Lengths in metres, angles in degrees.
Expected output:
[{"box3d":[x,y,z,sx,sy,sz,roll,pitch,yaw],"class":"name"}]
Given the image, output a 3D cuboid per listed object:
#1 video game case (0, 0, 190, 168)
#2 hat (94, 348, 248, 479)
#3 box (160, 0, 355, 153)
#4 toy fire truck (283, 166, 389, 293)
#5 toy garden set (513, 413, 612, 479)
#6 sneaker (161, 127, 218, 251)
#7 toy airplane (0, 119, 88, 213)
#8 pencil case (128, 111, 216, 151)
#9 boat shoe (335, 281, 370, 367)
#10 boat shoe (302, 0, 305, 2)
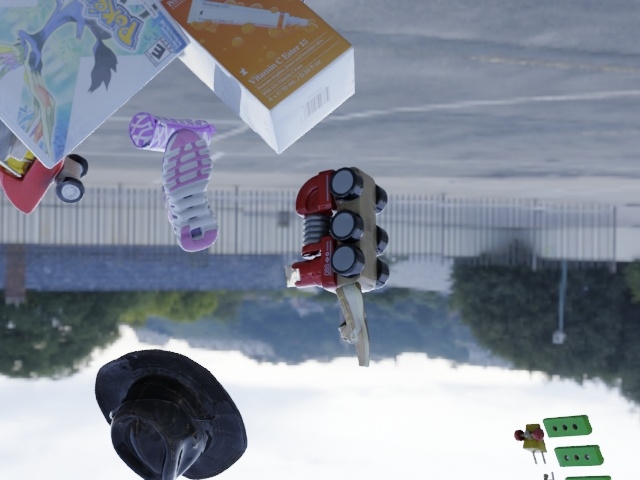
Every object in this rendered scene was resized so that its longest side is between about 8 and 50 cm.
[{"box3d":[-0.403,-0.325,1.377,0.329,0.300,0.036,51,167,-26],"class":"video game case"},{"box3d":[-0.295,0.364,1.732,0.331,0.331,0.134,1,-146,16],"class":"hat"},{"box3d":[-0.124,-0.381,1.857,0.215,0.345,0.168,-41,160,-14],"class":"box"},{"box3d":[0.000,0.000,1.710,0.246,0.217,0.158,-11,160,30],"class":"toy fire truck"},{"box3d":[0.538,0.492,2.011,0.049,0.244,0.203,-20,180,-39],"class":"toy garden set"},{"box3d":[-0.252,-0.100,1.711,0.095,0.236,0.104,-16,-146,-22],"class":"sneaker"},{"box3d":[-0.594,-0.281,1.903,0.272,0.384,0.386,9,163,-14],"class":"toy airplane"},{"box3d":[-0.334,-0.242,2.090,0.088,0.086,0.206,-38,162,28],"class":"pencil case"},{"box3d":[0.050,0.132,1.443,0.045,0.135,0.050,-9,-176,2],"class":"boat shoe"},{"box3d":[-0.056,-0.590,2.153,0.049,0.043,0.137,42,167,19],"class":"boat shoe"}]
